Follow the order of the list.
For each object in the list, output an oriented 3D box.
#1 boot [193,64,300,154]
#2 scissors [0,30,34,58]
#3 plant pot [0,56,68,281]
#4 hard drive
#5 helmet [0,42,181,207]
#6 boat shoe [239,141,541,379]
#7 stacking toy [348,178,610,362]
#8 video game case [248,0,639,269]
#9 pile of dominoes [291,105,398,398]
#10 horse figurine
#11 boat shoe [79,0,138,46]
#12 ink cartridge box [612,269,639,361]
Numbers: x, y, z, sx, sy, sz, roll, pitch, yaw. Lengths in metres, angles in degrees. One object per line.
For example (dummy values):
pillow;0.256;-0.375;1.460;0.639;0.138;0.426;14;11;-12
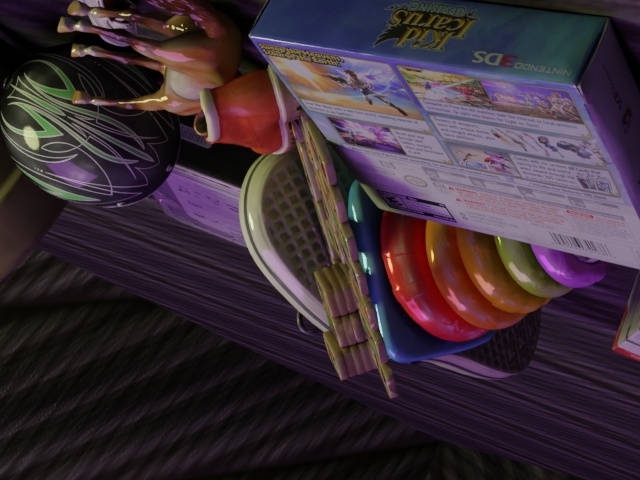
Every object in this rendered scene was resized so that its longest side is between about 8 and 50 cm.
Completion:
boot;-0.065;-0.103;1.225;0.084;0.059;0.158;-17;169;-6
scissors;-0.361;-0.231;1.498;0.109;0.021;0.297;14;168;26
plant pot;-0.449;-0.111;1.567;0.280;0.323;0.323;45;158;-31
hard drive;-0.093;-0.051;1.722;0.236;0.064;0.339;21;170;7
helmet;-0.225;-0.112;1.427;0.169;0.169;0.161;28;-178;-28
boat shoe;0.058;0.035;1.542;0.156;0.187;0.500;6;167;37
stacking toy;0.183;-0.008;1.236;0.165;0.175;0.301;-10;175;-44
video game case;0.115;-0.084;1.076;0.269;0.061;0.244;14;158;35
pile of dominoes;0.000;0.000;1.257;0.040;0.251;0.196;-18;-160;-4
horse figurine;-0.125;-0.156;1.230;0.174;0.066;0.263;7;163;-4
boat shoe;-0.175;-0.195;1.261;0.035;0.035;0.100;20;163;24
ink cartridge box;0.318;0.056;1.340;0.056;0.099;0.135;21;170;6
